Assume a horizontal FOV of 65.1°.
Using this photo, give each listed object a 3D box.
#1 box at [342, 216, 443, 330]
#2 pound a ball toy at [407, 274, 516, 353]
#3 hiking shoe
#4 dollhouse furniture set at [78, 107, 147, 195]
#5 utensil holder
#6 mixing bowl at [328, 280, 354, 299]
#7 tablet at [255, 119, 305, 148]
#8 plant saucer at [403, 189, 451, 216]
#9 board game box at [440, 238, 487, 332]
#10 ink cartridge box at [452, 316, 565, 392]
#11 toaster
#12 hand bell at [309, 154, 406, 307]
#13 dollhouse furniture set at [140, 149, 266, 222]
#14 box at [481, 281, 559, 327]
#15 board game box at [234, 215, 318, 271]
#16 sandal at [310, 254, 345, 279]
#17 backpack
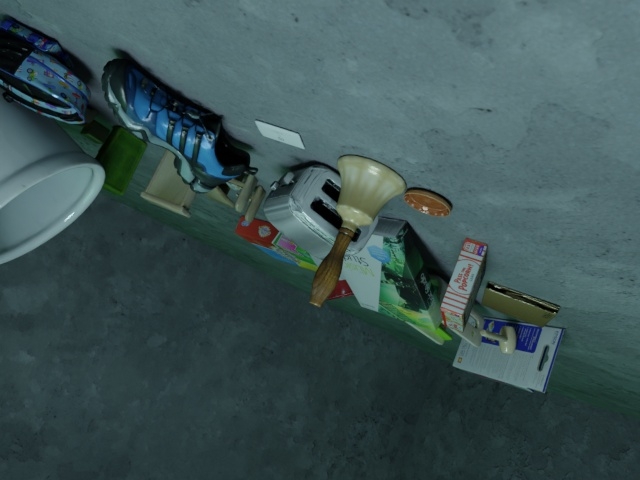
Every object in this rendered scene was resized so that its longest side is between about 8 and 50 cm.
[{"bbox_3d":[0.140,0.068,1.164,0.232,0.058,0.322,13,146,42],"label":"box"},{"bbox_3d":[0.376,0.194,1.350,0.208,0.136,0.319,-5,151,41],"label":"pound a ball toy"},{"bbox_3d":[-0.242,-0.211,0.887,0.132,0.113,0.304,-15,144,22],"label":"hiking shoe"},{"bbox_3d":[-0.622,-0.256,1.236,0.197,0.151,0.301,13,164,42],"label":"dollhouse furniture set"},{"bbox_3d":[-0.715,-0.189,1.046,0.385,0.327,0.327,47,167,-1],"label":"utensil holder"},{"bbox_3d":[0.092,0.116,1.531,0.181,0.098,0.181,-13,170,-2],"label":"mixing bowl"},{"bbox_3d":[-0.068,-0.178,0.850,0.083,0.006,0.054,21,168,15],"label":"tablet"},{"bbox_3d":[0.181,-0.064,0.845,0.083,0.013,0.083,23,168,5],"label":"plant saucer"},{"bbox_3d":[0.293,0.098,1.016,0.045,0.147,0.193,19,167,22],"label":"board game box"},{"bbox_3d":[0.540,0.321,1.440,0.069,0.176,0.371,27,168,-17],"label":"ink cartridge box"},{"bbox_3d":[0.009,-0.045,0.958,0.227,0.129,0.146,39,162,-16],"label":"toaster"},{"bbox_3d":[0.041,-0.004,0.826,0.126,0.242,0.126,22,168,5],"label":"hand bell"},{"bbox_3d":[-0.280,-0.114,1.166,0.212,0.161,0.242,20,168,16],"label":"dollhouse furniture set"},{"bbox_3d":[0.480,0.160,1.228,0.164,0.021,0.201,21,169,20],"label":"box"},{"bbox_3d":[-0.091,0.023,1.641,0.316,0.064,0.242,14,165,38],"label":"board game box"},{"bbox_3d":[0.007,-0.002,1.348,0.101,0.076,0.265,-12,124,47],"label":"sandal"},{"bbox_3d":[-0.502,-0.294,0.915,0.173,0.117,0.158,26,168,-5],"label":"backpack"}]
